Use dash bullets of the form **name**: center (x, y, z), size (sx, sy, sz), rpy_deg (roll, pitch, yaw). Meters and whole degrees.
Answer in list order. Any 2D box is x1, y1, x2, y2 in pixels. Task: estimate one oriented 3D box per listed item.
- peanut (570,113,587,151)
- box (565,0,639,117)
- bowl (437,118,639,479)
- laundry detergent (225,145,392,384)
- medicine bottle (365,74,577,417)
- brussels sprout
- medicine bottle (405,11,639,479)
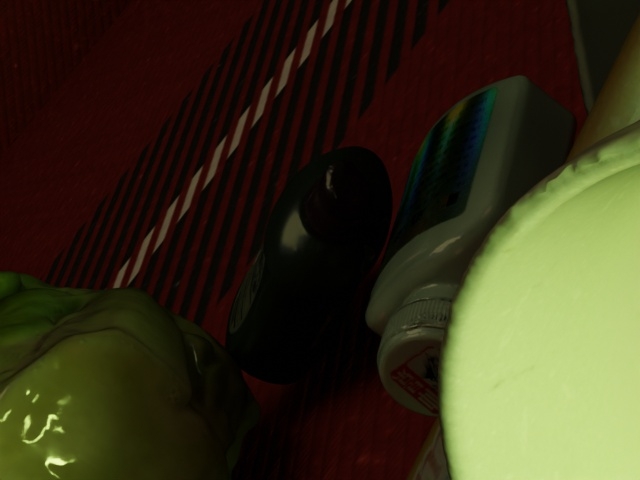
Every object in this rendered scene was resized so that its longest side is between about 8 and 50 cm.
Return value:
- **peanut**: center (0.181, -0.052, 0.946), size (0.093, 0.083, 0.194), rpy_deg (-39, 21, 21)
- **box**: center (0.276, -0.151, 0.711), size (0.396, 0.111, 0.396), rpy_deg (-34, 44, 34)
- **bowl**: center (0.181, 0.054, 0.469), size (0.145, 0.277, 0.277), rpy_deg (-42, 12, -35)
- **laundry detergent**: center (0.000, 0.000, 1.134), size (0.144, 0.078, 0.221), rpy_deg (-61, -3, -30)
- **medicine bottle**: center (0.086, 0.006, 1.041), size (0.121, 0.083, 0.229), rpy_deg (-42, 16, 37)
- **brussels sprout**: center (-0.203, 0.154, 1.140), size (0.328, 0.247, 0.328), rpy_deg (-45, 21, 23)
- **medicine bottle**: center (0.088, 0.075, 0.654), size (0.108, 0.108, 0.426), rpy_deg (-109, 42, -70)
